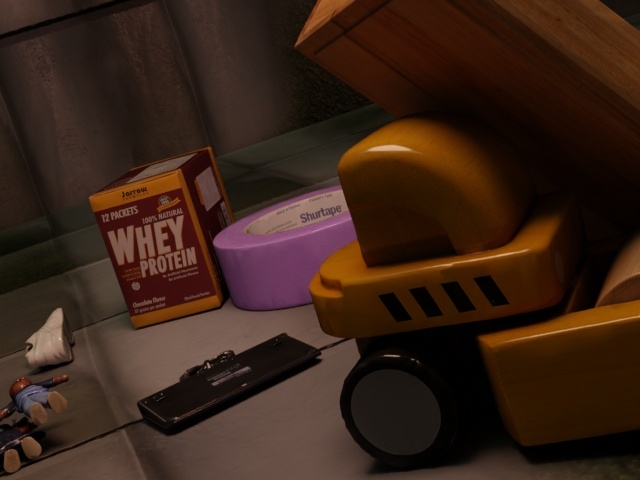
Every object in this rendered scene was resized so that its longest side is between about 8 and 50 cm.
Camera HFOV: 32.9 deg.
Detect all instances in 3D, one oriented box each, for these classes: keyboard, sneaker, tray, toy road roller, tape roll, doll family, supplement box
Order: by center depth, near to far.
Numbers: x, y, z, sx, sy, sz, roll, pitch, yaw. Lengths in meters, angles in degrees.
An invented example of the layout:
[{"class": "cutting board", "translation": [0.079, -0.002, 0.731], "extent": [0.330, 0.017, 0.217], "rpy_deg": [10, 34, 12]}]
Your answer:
[{"class": "toy road roller", "translation": [0.148, 0.013, 0.822], "extent": [0.329, 0.241, 0.202], "rpy_deg": [-12, 14, 25]}, {"class": "tray", "translation": [0.197, -0.098, 0.887], "extent": [0.203, 0.410, 0.076], "rpy_deg": [-19, 43, 63]}, {"class": "doll family", "translation": [-0.339, 0.196, 1.102], "extent": [0.193, 0.076, 0.111], "rpy_deg": [-18, 7, -27]}, {"class": "keyboard", "translation": [-0.097, 0.142, 1.110], "extent": [0.180, 0.023, 0.108], "rpy_deg": [-23, 20, -27]}, {"class": "tape roll", "translation": [0.000, 0.000, 1.445], "extent": [0.274, 0.090, 0.275], "rpy_deg": [-17, 13, 4]}, {"class": "sneaker", "translation": [-0.364, 0.131, 1.451], "extent": [0.061, 0.054, 0.152], "rpy_deg": [-21, 13, -5]}, {"class": "supplement box", "translation": [-0.205, -0.009, 1.517], "extent": [0.129, 0.191, 0.194], "rpy_deg": [-15, 12, 12]}]
